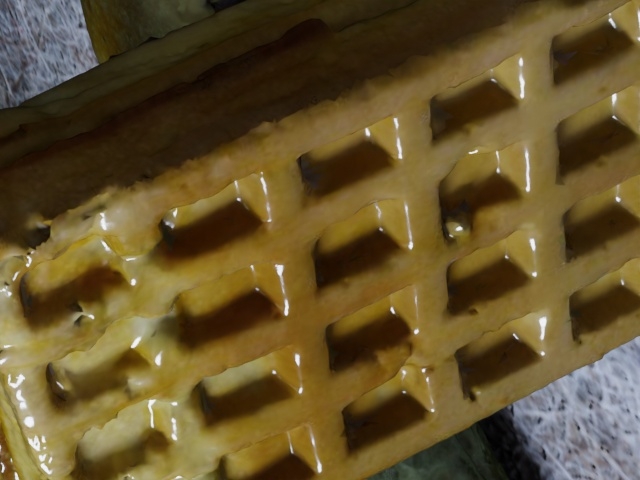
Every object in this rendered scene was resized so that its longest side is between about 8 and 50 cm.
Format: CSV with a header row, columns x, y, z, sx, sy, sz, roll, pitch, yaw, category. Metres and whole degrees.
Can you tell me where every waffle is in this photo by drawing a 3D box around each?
x,y,z,sx,sy,sz,roll,pitch,yaw,category
0.000,0.000,0.820,0.098,0.327,0.224,41,149,45,waffle

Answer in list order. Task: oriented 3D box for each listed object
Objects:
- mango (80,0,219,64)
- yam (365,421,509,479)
x,y,z,sx,sy,sz,roll,pitch,yaw,category
-0.033,-0.178,0.906,0.176,0.175,0.329,7,137,5,mango
0.032,0.186,1.112,0.300,0.195,0.195,63,155,1,yam
